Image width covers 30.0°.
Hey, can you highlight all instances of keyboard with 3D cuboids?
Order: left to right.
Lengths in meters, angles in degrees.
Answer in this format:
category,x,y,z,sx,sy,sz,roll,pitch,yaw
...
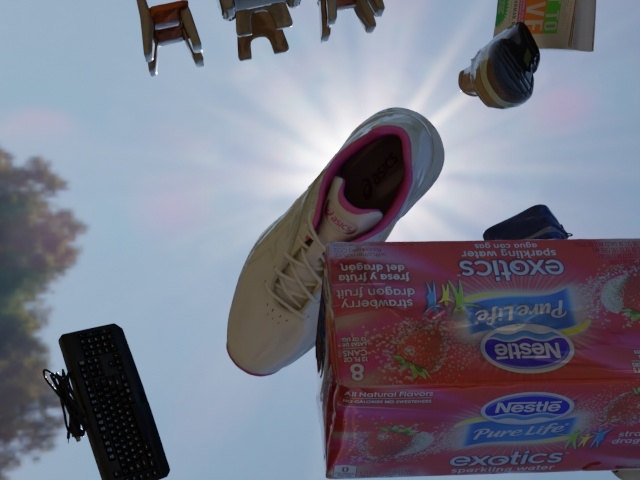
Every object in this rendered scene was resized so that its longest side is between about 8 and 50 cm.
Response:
category,x,y,z,sx,sy,sz,roll,pitch,yaw
keyboard,-0.234,0.178,1.293,0.038,0.100,0.192,111,-40,-57

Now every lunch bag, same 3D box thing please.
category,x,y,z,sx,sy,sz,roll,pitch,yaw
lunch bag,0.243,0.010,1.372,0.098,0.067,0.065,-28,-130,19

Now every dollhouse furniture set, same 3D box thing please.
category,x,y,z,sx,sy,sz,roll,pitch,yaw
dollhouse furniture set,-0.073,-0.286,1.271,0.259,0.262,0.135,133,-55,-85

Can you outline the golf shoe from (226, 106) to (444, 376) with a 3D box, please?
category,x,y,z,sx,sy,sz,roll,pitch,yaw
golf shoe,0.000,0.000,1.136,0.115,0.140,0.306,34,-84,5

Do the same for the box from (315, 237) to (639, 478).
category,x,y,z,sx,sy,sz,roll,pitch,yaw
box,0.127,0.083,0.839,0.128,0.257,0.122,96,-9,-50

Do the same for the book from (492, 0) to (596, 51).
category,x,y,z,sx,sy,sz,roll,pitch,yaw
book,0.243,-0.255,1.302,0.144,0.035,0.096,18,-76,62

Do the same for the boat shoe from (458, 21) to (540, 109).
category,x,y,z,sx,sy,sz,roll,pitch,yaw
boat shoe,0.173,-0.165,1.202,0.072,0.190,0.068,-23,-80,25

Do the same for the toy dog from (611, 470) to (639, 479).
category,x,y,z,sx,sy,sz,roll,pitch,yaw
toy dog,0.392,0.171,1.705,0.333,0.161,0.220,-96,-159,-63
